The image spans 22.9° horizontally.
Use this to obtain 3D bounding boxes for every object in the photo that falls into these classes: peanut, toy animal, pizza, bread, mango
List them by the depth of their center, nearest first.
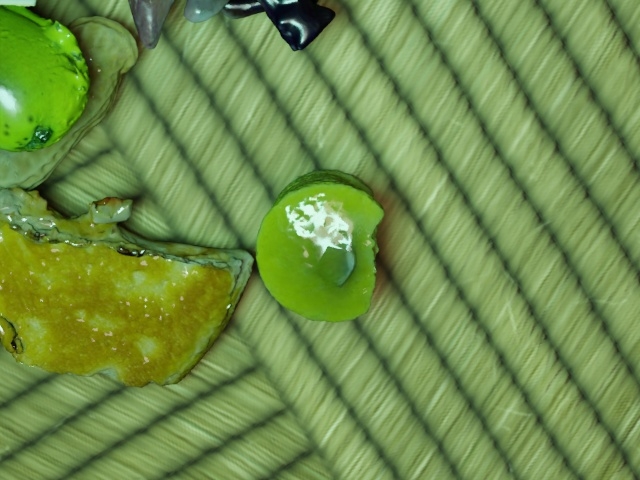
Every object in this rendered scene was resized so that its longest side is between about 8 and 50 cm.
[{"bbox_3d":[-0.273,-0.147,1.326,0.178,0.119,0.100,46,142,16],"label":"mango"},{"bbox_3d":[-0.111,-0.299,1.355,0.195,0.090,0.324,-28,98,-16],"label":"toy animal"},{"bbox_3d":[-0.242,-0.122,1.410,0.194,0.083,0.093,-48,68,9],"label":"peanut"},{"bbox_3d":[0.000,0.000,1.417,0.111,0.114,0.129,13,106,-1],"label":"bread"},{"bbox_3d":[-0.222,0.036,1.436,0.297,0.071,0.189,15,120,-16],"label":"pizza"}]

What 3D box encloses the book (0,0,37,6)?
[{"bbox_3d":[-0.321,-0.238,1.339,0.192,0.168,0.013,2,121,1],"label":"book"}]
